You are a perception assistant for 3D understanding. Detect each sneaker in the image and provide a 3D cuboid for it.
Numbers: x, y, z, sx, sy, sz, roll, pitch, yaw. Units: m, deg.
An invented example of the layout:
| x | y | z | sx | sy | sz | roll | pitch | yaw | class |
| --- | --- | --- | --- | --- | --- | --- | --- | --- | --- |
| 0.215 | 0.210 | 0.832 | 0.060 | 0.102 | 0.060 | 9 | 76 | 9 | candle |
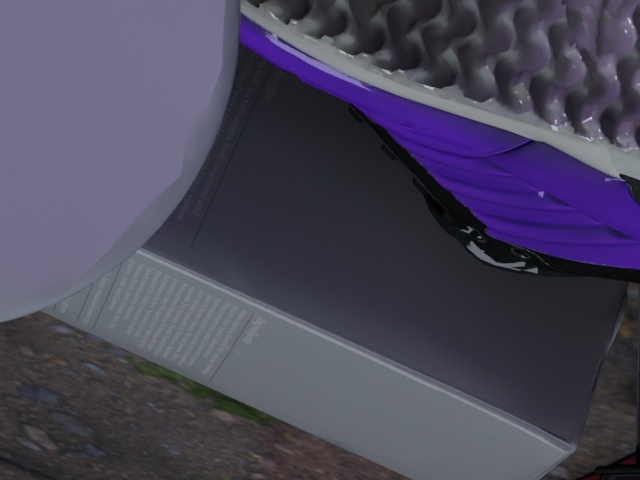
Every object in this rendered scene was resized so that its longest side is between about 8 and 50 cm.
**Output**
| x | y | z | sx | sy | sz | roll | pitch | yaw | class |
| --- | --- | --- | --- | --- | --- | --- | --- | --- | --- |
| 0.053 | -0.051 | 0.682 | 0.293 | 0.102 | 0.146 | 26 | 153 | -6 | sneaker |

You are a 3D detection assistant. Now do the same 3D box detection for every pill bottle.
| x | y | z | sx | sy | sz | roll | pitch | yaw | class |
| --- | --- | --- | --- | --- | --- | --- | --- | --- | --- |
| -0.181 | -0.063 | 0.643 | 0.204 | 0.204 | 0.361 | 37 | 164 | -25 | pill bottle |

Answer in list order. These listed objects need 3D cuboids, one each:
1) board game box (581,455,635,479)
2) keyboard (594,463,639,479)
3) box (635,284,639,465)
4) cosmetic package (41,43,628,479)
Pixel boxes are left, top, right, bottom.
| x | y | z | sx | sy | sz | roll | pitch | yaw | class |
| --- | --- | --- | --- | --- | --- | --- | --- | --- | --- |
| 0.238 | 0.245 | 1.108 | 0.316 | 0.064 | 0.242 | 29 | 152 | -12 | board game box |
| 0.221 | 0.128 | 0.881 | 0.180 | 0.023 | 0.108 | -8 | 133 | 46 | keyboard |
| 0.196 | 0.065 | 0.851 | 0.114 | 0.036 | 0.207 | 14 | 151 | 17 | box |
| 0.000 | 0.000 | 0.787 | 0.238 | 0.127 | 0.107 | 28 | 152 | -6 | cosmetic package |
